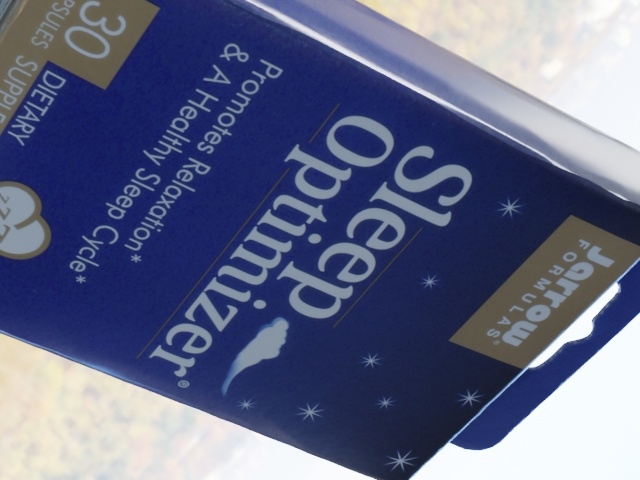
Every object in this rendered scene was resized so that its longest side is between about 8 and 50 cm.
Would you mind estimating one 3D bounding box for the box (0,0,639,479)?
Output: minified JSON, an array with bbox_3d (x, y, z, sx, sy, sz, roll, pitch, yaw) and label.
[{"bbox_3d":[0.000,0.000,0.437,0.136,0.225,0.037,-50,-151,33],"label":"box"}]
